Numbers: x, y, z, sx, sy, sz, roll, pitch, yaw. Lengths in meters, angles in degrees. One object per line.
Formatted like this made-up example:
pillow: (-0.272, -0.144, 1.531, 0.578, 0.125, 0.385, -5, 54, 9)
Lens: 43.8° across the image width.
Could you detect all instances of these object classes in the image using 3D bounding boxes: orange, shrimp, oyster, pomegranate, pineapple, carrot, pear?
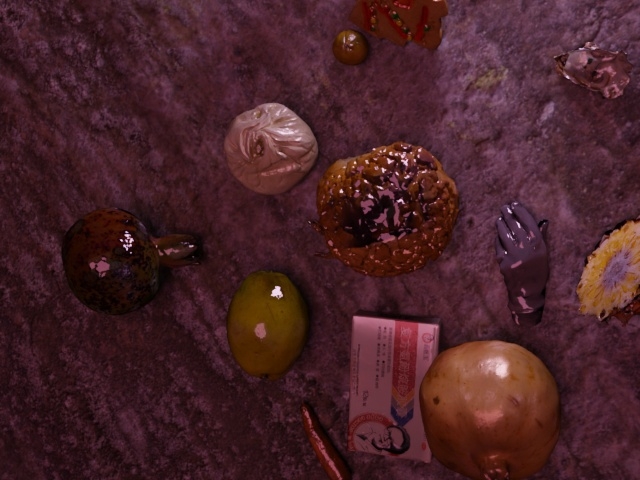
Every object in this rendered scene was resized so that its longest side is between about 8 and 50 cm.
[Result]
orange: (0.069, -0.447, 1.844, 0.085, 0.095, 0.085, 1, 95, 12)
shrimp: (0.000, 0.000, 1.976, 0.114, 0.023, 0.083, 37, 110, 4)
oyster: (0.591, -0.378, 1.721, 0.165, 0.053, 0.108, 21, 131, 4)
pomegranate: (-0.473, 0.043, 2.020, 0.340, 0.285, 0.285, -14, 95, -8)
pineapple: (0.728, 0.116, 1.701, 0.271, 0.262, 0.262, 29, 107, -14)
carrot: (0.006, 0.525, 2.044, 0.059, 0.059, 0.248, -31, 86, 19)
pomegranate: (0.373, 0.388, 1.756, 0.342, 0.342, 0.343, 3, 100, 16)
pear: (-0.129, 0.206, 1.951, 0.212, 0.212, 0.269, 2, 84, 16)

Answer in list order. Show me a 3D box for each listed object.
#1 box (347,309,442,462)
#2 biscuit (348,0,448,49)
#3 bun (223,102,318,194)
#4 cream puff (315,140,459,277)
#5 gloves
box: (0.181, 0.358, 1.960, 0.214, 0.069, 0.353, 5, 102, 16)
biscuit: (0.170, -0.509, 1.781, 0.238, 0.041, 0.212, 1, 142, 28)
bun: (-0.127, -0.221, 1.917, 0.229, 0.145, 0.230, 2, 97, 14)
cream puff: (0.139, -0.073, 1.814, 0.342, 0.231, 0.327, 24, 108, 12)
gloves: (0.466, 0.051, 1.811, 0.142, 0.119, 0.286, -14, 92, -13)
